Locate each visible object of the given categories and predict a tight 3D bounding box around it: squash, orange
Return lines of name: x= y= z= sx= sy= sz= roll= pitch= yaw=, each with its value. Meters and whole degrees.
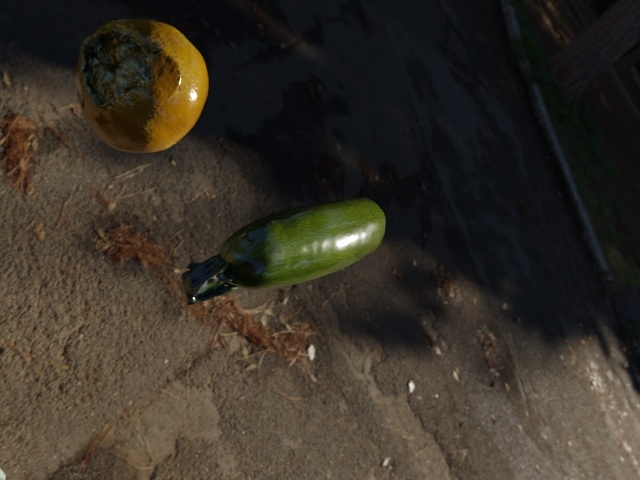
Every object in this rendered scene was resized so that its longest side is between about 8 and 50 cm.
squash: x=0.001 y=-0.001 z=0.541 sx=0.071 sy=0.080 sz=0.318 roll=57 pitch=33 yaw=8
orange: x=-0.207 y=-0.178 z=0.638 sx=0.134 sy=0.154 sz=0.155 roll=35 pitch=38 yaw=-47

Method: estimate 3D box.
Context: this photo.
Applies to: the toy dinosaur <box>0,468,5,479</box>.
toy dinosaur: x=-0.414 y=0.337 z=0.640 sx=0.053 sy=0.242 sz=0.167 roll=8 pitch=15 yaw=-15
